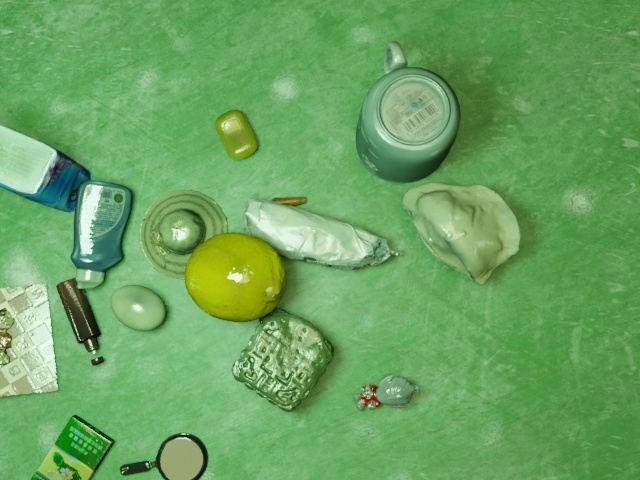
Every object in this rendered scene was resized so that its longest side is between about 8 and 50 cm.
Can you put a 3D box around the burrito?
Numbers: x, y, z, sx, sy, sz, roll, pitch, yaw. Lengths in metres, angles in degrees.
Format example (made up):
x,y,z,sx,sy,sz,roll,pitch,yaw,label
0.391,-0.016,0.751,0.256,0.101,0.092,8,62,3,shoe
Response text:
x,y,z,sx,sy,sz,roll,pitch,yaw,label
0.000,0.000,1.837,0.445,0.101,0.139,15,82,2,burrito

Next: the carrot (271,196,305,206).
x,y,z,sx,sy,sz,roll,pitch,yaw,label
-0.089,-0.105,1.886,0.093,0.032,0.032,-5,83,-4,carrot

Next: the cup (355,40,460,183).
x,y,z,sx,sy,sz,roll,pitch,yaw,label
0.217,-0.346,1.787,0.259,0.274,0.357,-10,84,-1,cup

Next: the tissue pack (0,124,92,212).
x,y,z,sx,sy,sz,roll,pitch,yaw,label
-0.743,-0.180,1.786,0.198,0.263,0.146,23,85,3,tissue pack

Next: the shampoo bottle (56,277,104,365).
x,y,z,sx,sy,sz,roll,pitch,yaw,label
-0.634,0.219,1.840,0.067,0.068,0.236,-23,82,-2,shampoo bottle

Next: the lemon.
x,y,z,sx,sy,sz,roll,pitch,yaw,label
-0.216,0.093,1.759,0.263,0.236,0.236,18,84,7,lemon

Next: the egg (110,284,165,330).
x,y,z,sx,sy,sz,roll,pitch,yaw,label
-0.481,0.176,1.816,0.152,0.114,0.114,27,84,8,egg

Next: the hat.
x,y,z,sx,sy,sz,roll,pitch,yaw,label
-0.372,-0.022,1.841,0.252,0.110,0.252,0,82,1,hat

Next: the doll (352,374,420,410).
x,y,z,sx,sy,sz,roll,pitch,yaw,label
0.172,0.401,1.804,0.180,0.079,0.094,-16,98,12,doll

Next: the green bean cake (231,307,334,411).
x,y,z,sx,sy,sz,roll,pitch,yaw,label
-0.098,0.304,1.796,0.222,0.125,0.227,33,80,4,green bean cake

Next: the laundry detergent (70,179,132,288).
x,y,z,sx,sy,sz,roll,pitch,yaw,label
-0.594,-0.012,1.848,0.143,0.094,0.290,10,86,-28,laundry detergent

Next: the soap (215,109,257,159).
x,y,z,sx,sy,sz,roll,pitch,yaw,label
-0.232,-0.290,1.901,0.089,0.045,0.140,-25,82,-5,soap

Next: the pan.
x,y,z,sx,sy,sz,roll,pitch,yaw,label
-0.413,0.585,1.810,0.235,0.028,0.136,-11,83,0,pan

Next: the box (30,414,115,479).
x,y,z,sx,sy,sz,roll,pitch,yaw,label
-0.659,0.593,1.810,0.132,0.034,0.235,32,85,4,box

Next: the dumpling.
x,y,z,sx,sy,sz,roll,pitch,yaw,label
0.373,-0.050,1.793,0.243,0.187,0.318,-39,81,0,dumpling

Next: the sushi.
x,y,z,sx,sy,sz,roll,pitch,yaw,label
-0.847,0.273,1.844,0.264,0.050,0.290,-5,81,-14,sushi
